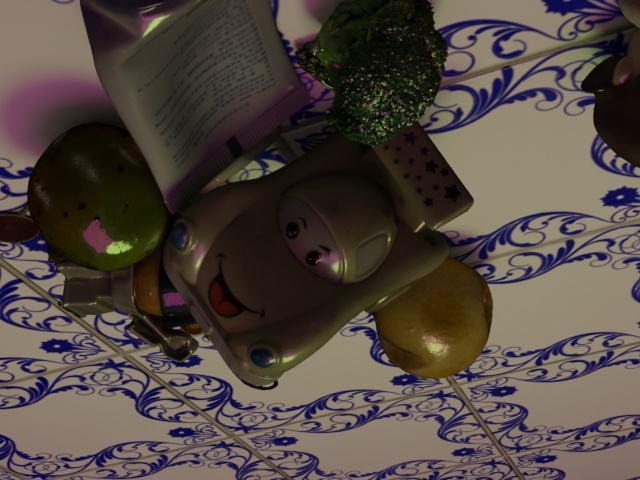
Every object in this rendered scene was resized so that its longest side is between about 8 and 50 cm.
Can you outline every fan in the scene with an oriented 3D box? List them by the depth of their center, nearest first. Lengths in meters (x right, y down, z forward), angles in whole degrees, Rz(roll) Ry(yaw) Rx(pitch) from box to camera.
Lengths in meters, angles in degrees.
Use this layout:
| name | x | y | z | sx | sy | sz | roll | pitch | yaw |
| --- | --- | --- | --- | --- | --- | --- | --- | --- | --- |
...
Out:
| name | x | y | z | sx | sy | sz | roll | pitch | yaw |
| --- | --- | --- | --- | --- | --- | --- | --- | --- | --- |
| fan | -0.440 | -0.029 | 1.669 | 0.085 | 0.005 | 0.133 | 15 | 144 | -31 |

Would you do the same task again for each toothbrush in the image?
| name | x | y | z | sx | sy | sz | roll | pitch | yaw |
| --- | --- | --- | --- | --- | --- | --- | --- | --- | --- |
| toothbrush | -0.155 | -0.082 | 1.618 | 0.025 | 0.030 | 0.307 | 39 | 129 | -20 |

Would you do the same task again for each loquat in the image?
| name | x | y | z | sx | sy | sz | roll | pitch | yaw |
| --- | --- | --- | --- | --- | --- | --- | --- | --- | --- |
| loquat | 0.176 | 0.123 | 1.863 | 0.213 | 0.213 | 0.213 | -5 | 150 | -3 |

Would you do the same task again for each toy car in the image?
| name | x | y | z | sx | sy | sz | roll | pitch | yaw |
| --- | --- | --- | --- | --- | --- | --- | --- | --- | --- |
| toy car | 0.000 | 0.000 | 1.462 | 0.336 | 0.242 | 0.226 | -30 | 171 | -31 |

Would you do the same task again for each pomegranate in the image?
| name | x | y | z | sx | sy | sz | roll | pitch | yaw |
| --- | --- | --- | --- | --- | --- | --- | --- | --- | --- |
| pomegranate | -0.267 | -0.073 | 1.454 | 0.198 | 0.198 | 0.246 | 9 | 137 | -25 |

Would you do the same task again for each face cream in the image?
| name | x | y | z | sx | sy | sz | roll | pitch | yaw |
| --- | --- | --- | --- | --- | --- | --- | --- | --- | --- |
| face cream | -0.137 | -0.206 | 1.283 | 0.235 | 0.137 | 0.420 | -42 | 150 | -12 |

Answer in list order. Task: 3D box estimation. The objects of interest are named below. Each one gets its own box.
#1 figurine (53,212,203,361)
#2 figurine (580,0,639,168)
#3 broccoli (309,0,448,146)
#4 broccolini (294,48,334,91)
| name | x | y | z | sx | sy | sz | roll | pitch | yaw |
| --- | --- | --- | --- | --- | --- | --- | --- | --- | --- |
| figurine | -0.229 | 0.047 | 1.638 | 0.308 | 0.143 | 0.309 | 8 | 137 | 8 |
| figurine | 0.422 | -0.239 | 1.363 | 0.218 | 0.206 | 0.365 | -25 | 126 | -11 |
| broccoli | 0.068 | -0.206 | 1.318 | 0.156 | 0.195 | 0.195 | 36 | 144 | 3 |
| broccolini | 0.040 | -0.189 | 1.446 | 0.054 | 0.052 | 0.194 | -21 | 147 | 30 |
